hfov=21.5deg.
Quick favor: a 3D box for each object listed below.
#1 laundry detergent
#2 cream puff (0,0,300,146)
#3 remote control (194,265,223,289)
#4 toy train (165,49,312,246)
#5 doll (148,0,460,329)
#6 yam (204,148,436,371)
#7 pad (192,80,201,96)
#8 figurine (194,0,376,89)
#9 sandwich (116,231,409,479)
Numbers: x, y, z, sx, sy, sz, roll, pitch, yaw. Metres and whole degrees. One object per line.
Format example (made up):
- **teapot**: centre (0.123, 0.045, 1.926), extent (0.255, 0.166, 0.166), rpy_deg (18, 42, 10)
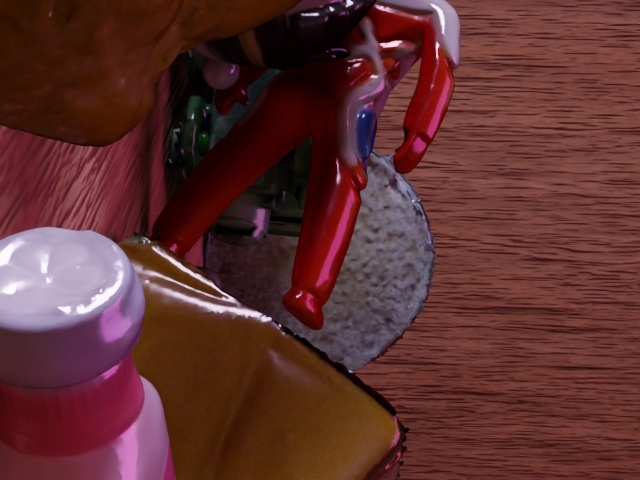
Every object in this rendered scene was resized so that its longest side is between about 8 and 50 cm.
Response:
- **laundry detergent**: centre (-0.112, 0.146, 0.812), extent (0.159, 0.088, 0.335), rpy_deg (-84, 173, -52)
- **cream puff**: centre (-0.086, -0.135, 0.455), extent (0.195, 0.194, 0.221), rpy_deg (-15, 102, -87)
- **remote control**: centre (-0.097, 0.148, 1.516), extent (0.309, 0.038, 0.090), rpy_deg (87, 6, -47)
- **toy train**: centre (-0.051, -0.114, 1.400), extent (0.188, 0.132, 0.243), rpy_deg (48, 46, -86)
- **doll**: centre (0.018, -0.128, 1.246), extent (0.384, 0.188, 0.099), rpy_deg (-62, 150, -11)
- **yam**: centre (0.000, 0.000, 1.738), extent (0.348, 0.241, 0.241), rpy_deg (-76, 167, -84)
- **pad**: centre (-0.098, -0.219, 1.590), extent (0.286, 0.018, 0.284), rpy_deg (-79, 171, -64)
- **figurine**: centre (-0.055, -0.273, 1.118), extent (0.281, 0.167, 0.370), rpy_deg (-42, 129, -50)
- **sandwich**: centre (-0.091, 0.145, 1.084), extent (0.198, 0.227, 0.155), rpy_deg (-50, 164, -19)
